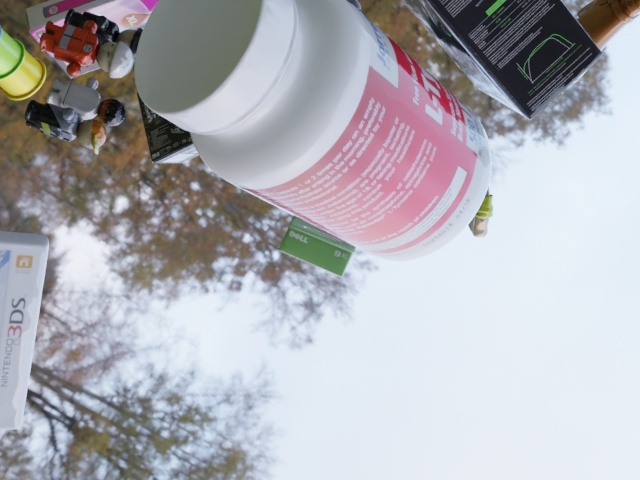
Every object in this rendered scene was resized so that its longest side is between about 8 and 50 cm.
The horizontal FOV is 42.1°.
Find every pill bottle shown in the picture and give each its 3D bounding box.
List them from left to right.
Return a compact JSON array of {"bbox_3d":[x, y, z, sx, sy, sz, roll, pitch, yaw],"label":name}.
[{"bbox_3d":[0.004,-0.137,0.930,0.229,0.408,0.229,-16,-117,34],"label":"pill bottle"}]

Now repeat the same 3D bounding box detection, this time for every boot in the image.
[{"bbox_3d":[0.452,-0.341,1.293,0.152,0.073,0.197,-22,-146,56],"label":"boot"}]

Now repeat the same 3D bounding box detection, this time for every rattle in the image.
[{"bbox_3d":[0.247,-0.092,1.557,0.143,0.130,0.199,-16,-137,10],"label":"rattle"}]

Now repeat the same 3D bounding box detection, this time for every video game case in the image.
[{"bbox_3d":[-0.530,0.116,1.043,0.036,0.329,0.300,-125,-134,-55],"label":"video game case"}]

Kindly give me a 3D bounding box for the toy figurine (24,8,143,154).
[{"bbox_3d":[-0.386,-0.269,1.398,0.213,0.148,0.209,-94,-157,-68],"label":"toy figurine"}]

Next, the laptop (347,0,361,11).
[{"bbox_3d":[-0.187,-0.583,1.905,0.408,0.236,0.382,21,-129,30],"label":"laptop"}]

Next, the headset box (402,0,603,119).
[{"bbox_3d":[0.216,-0.333,1.159,0.131,0.283,0.246,-43,-162,9],"label":"headset box"}]

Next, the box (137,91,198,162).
[{"bbox_3d":[-0.252,-0.242,1.585,0.180,0.077,0.147,-18,-97,37],"label":"box"}]

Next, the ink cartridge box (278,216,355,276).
[{"bbox_3d":[0.000,0.000,1.310,0.209,0.109,0.062,-71,-175,-77],"label":"ink cartridge box"}]

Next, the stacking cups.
[{"bbox_3d":[-0.605,-0.370,1.433,0.096,0.316,0.096,-9,-118,16],"label":"stacking cups"}]

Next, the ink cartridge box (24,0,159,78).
[{"bbox_3d":[-0.368,-0.445,1.635,0.371,0.176,0.069,-21,-113,3],"label":"ink cartridge box"}]
